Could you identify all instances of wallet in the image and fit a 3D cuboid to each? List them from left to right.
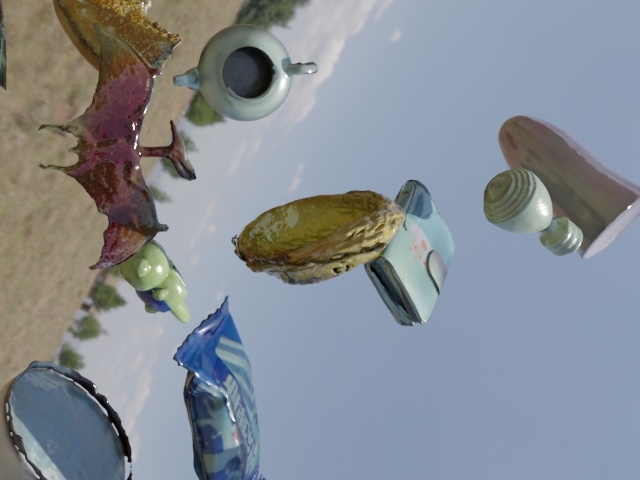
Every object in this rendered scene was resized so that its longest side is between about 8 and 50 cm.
[{"bbox_3d":[0.168,0.023,1.417,0.075,0.176,0.250,-15,-153,32],"label":"wallet"}]

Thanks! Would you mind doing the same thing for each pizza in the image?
[{"bbox_3d":[-0.418,-0.423,1.597,0.223,0.323,0.089,-21,155,-42],"label":"pizza"}]

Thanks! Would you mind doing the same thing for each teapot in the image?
[{"bbox_3d":[-0.149,-0.336,1.551,0.129,0.295,0.193,-133,-143,-73],"label":"teapot"}]

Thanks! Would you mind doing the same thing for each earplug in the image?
[{"bbox_3d":[0.461,-0.129,1.480,0.172,0.301,0.172,-33,156,-16],"label":"earplug"}]

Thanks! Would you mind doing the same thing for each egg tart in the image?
[{"bbox_3d":[0.000,0.000,1.203,0.279,0.279,0.095,-99,176,-70],"label":"egg tart"}]

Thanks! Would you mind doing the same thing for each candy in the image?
[{"bbox_3d":[-0.132,0.258,1.071,0.187,0.077,0.331,-57,144,-66],"label":"candy"}]

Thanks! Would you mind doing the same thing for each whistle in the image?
[{"bbox_3d":[-0.285,0.072,1.348,0.085,0.227,0.105,-26,-133,-2],"label":"whistle"}]

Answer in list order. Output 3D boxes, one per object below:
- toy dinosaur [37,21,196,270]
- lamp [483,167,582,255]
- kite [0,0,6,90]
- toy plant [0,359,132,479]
[{"bbox_3d":[-0.296,-0.137,1.089,0.207,0.327,0.113,-29,-164,-21],"label":"toy dinosaur"},{"bbox_3d":[0.352,-0.044,1.287,0.106,0.193,0.106,-41,-152,28],"label":"lamp"},{"bbox_3d":[-0.399,-0.229,0.763,0.250,0.229,0.012,-13,-135,31],"label":"kite"},{"bbox_3d":[-0.453,0.352,1.071,0.332,0.247,0.247,-37,-163,10],"label":"toy plant"}]
